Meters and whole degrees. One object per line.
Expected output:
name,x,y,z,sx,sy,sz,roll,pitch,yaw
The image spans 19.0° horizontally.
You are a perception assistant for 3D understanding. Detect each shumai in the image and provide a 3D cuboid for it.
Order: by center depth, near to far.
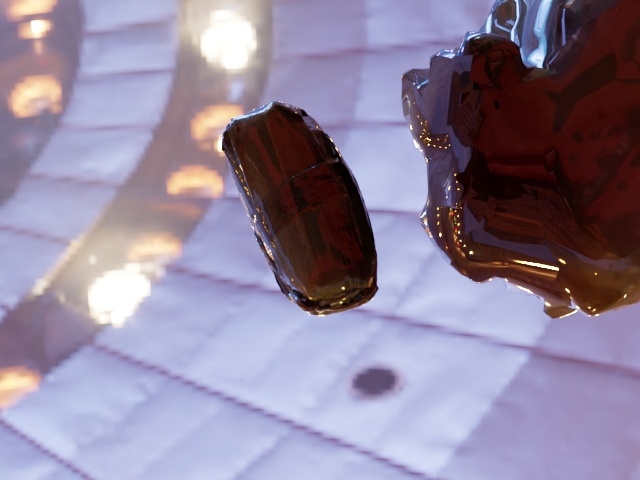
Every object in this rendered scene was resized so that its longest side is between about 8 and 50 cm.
shumai,0.205,-0.081,0.933,0.283,0.217,0.346,-7,-121,-27

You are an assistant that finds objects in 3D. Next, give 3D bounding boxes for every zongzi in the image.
zongzi,0.000,0.000,0.885,0.052,0.113,0.104,-22,-113,2
